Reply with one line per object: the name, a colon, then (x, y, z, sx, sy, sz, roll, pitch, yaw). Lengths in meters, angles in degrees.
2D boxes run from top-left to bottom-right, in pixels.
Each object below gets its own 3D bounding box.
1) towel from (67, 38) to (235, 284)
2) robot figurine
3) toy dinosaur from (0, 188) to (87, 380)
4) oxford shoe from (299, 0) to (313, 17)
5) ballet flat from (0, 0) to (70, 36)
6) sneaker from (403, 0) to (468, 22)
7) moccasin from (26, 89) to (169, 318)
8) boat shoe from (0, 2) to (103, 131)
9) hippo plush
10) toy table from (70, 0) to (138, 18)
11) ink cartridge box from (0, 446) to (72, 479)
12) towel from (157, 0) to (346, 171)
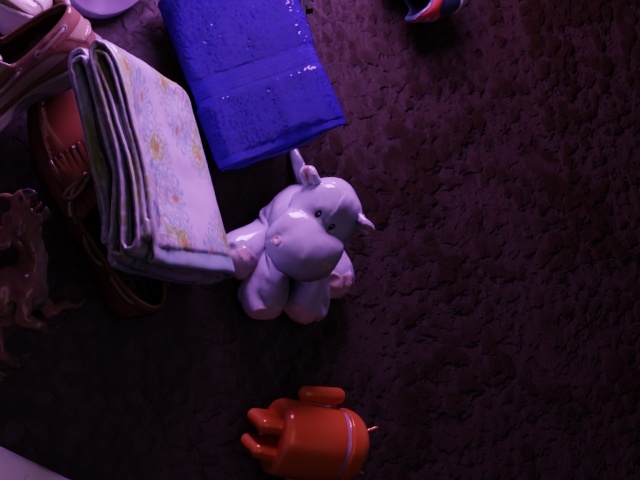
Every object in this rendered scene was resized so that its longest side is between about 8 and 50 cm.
towel: (-0.237, -0.101, 1.704, 0.090, 0.374, 0.320, -14, 81, 11)
robot figurine: (-0.016, 0.326, 1.878, 0.219, 0.128, 0.158, 13, 56, -24)
toy dinosaur: (-0.476, 0.081, 1.691, 0.200, 0.127, 0.295, 45, 78, -6)
oxford shoe: (-0.063, -0.350, 1.995, 0.096, 0.083, 0.227, 3, 82, -3)
ballet flat: (-0.537, -0.429, 1.725, 0.400, 0.139, 0.139, 34, 69, -18)
sneaker: (0.140, -0.552, 2.086, 0.148, 0.131, 0.350, -33, 98, -31)
moccasin: (-0.333, -0.061, 1.763, 0.139, 0.147, 0.380, -18, 91, -28)
boat shoe: (-0.475, -0.242, 1.693, 0.324, 0.123, 0.116, -34, 136, -10)
hippo plush: (0.000, 0.000, 1.871, 0.234, 0.236, 0.294, 43, 66, -14)
toy table: (-0.305, -0.499, 1.839, 0.252, 0.161, 0.274, 12, 76, -25)
ink cartridge box: (-0.385, 0.388, 1.635, 0.353, 0.207, 0.119, 32, 71, -20)
towel: (-0.115, -0.287, 1.917, 0.228, 0.076, 0.308, -20, 89, -11)
